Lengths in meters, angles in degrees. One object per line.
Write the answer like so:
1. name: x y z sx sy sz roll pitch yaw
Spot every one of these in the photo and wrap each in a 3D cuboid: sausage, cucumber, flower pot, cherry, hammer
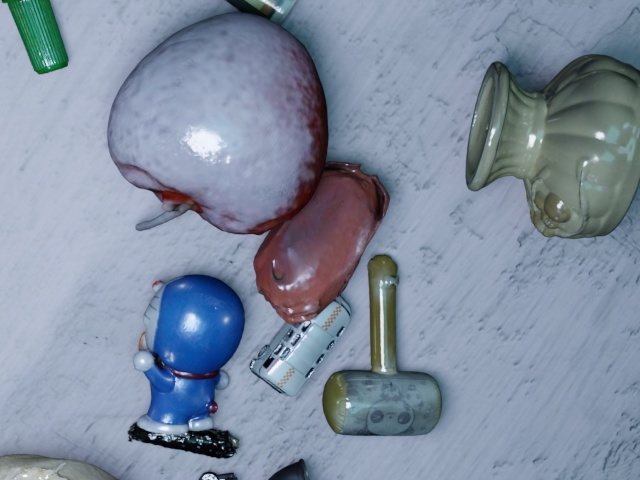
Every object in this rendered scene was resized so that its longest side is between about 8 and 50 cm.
1. sausage: 0.000 0.000 1.556 0.152 0.152 0.279 36 74 -15
2. cucumber: -0.225 0.322 1.596 0.182 0.053 0.053 12 93 -15
3. flower pot: 0.373 -0.159 1.589 0.244 0.307 0.307 12 93 1
4. cherry: -0.150 -0.176 1.448 0.327 0.291 0.334 1 87 -23
5. hammer: 0.108 0.176 1.649 0.202 0.113 0.305 3 87 -18

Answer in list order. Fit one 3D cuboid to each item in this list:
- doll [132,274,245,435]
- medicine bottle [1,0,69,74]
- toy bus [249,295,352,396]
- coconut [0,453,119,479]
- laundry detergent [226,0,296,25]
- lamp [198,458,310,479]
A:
1. doll: -0.209 0.178 1.530 0.161 0.215 0.256 18 97 27
2. medicine bottle: -0.448 -0.398 1.443 0.111 0.076 0.308 -19 100 -6
3. toy bus: -0.025 0.165 1.610 0.087 0.089 0.194 40 84 -15
4. coconut: -0.429 0.485 1.414 0.346 0.360 0.346 21 63 -46
5. laundry detergent: -0.139 -0.428 1.525 0.226 0.070 0.099 33 96 -15
6. lamp: -0.120 0.453 1.603 0.228 0.147 0.171 -14 86 -5
